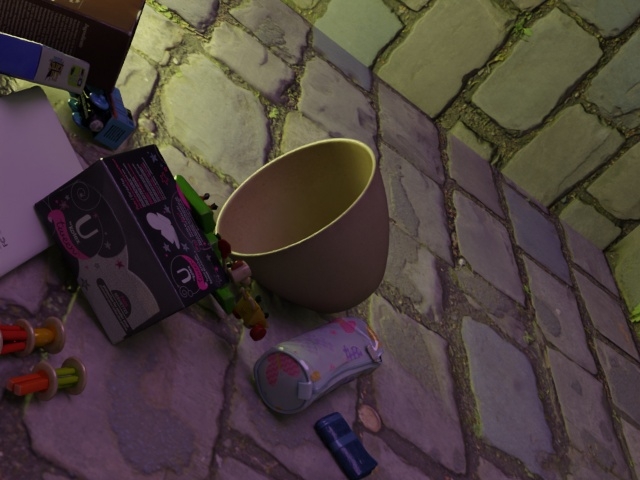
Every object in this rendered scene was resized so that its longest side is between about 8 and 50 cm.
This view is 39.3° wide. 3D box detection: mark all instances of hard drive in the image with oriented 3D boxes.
[{"bbox_3d":[-0.474,-0.082,1.315,0.233,0.047,0.353,67,24,-12],"label":"hard drive"}]

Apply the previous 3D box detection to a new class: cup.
[{"bbox_3d":[0.000,0.000,1.703,0.331,0.331,0.237,-90,154,-55],"label":"cup"}]

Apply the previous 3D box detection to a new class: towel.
[{"bbox_3d":[0.043,0.348,1.521,0.119,0.029,0.067,54,29,19],"label":"towel"}]

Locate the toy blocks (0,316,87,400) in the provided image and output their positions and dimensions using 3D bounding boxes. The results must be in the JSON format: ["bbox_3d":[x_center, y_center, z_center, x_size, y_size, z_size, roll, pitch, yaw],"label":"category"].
[{"bbox_3d":[-0.393,0.157,1.169,0.148,0.054,0.123,0,49,-54],"label":"toy blocks"}]

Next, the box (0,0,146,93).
[{"bbox_3d":[-0.530,-0.428,1.639,0.381,0.143,0.191,18,33,-13],"label":"box"}]

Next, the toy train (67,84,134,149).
[{"bbox_3d":[-0.420,-0.258,1.707,0.105,0.080,0.184,30,25,-42],"label":"toy train"}]

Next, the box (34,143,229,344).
[{"bbox_3d":[-0.286,0.005,1.359,0.247,0.163,0.142,62,28,-1],"label":"box"}]

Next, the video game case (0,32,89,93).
[{"bbox_3d":[-0.536,-0.305,1.430,0.269,0.061,0.244,16,4,0],"label":"video game case"}]

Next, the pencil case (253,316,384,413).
[{"bbox_3d":[0.002,0.215,1.560,0.124,0.113,0.273,30,21,25],"label":"pencil case"}]

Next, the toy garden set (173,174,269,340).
[{"bbox_3d":[-0.153,0.031,1.458,0.049,0.244,0.204,-29,50,-19],"label":"toy garden set"}]
